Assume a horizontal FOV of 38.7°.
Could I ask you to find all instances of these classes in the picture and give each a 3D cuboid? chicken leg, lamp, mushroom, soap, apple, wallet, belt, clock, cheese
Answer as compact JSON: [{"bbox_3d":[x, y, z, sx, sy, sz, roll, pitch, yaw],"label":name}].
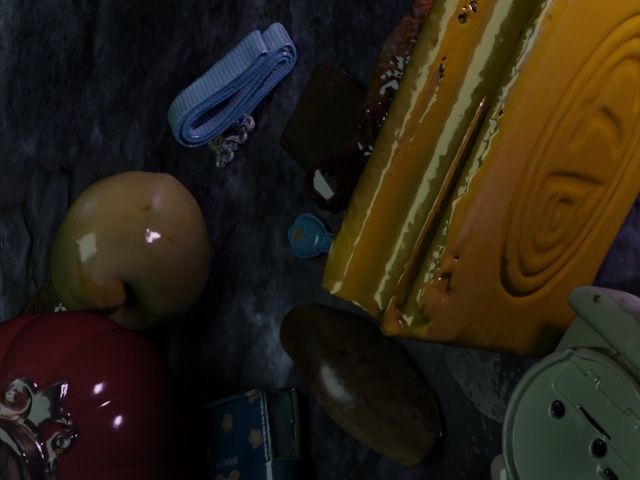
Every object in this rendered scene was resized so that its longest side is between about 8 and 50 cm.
[{"bbox_3d":[0.109,-0.147,0.764,0.322,0.083,0.177,-34,27,39],"label":"chicken leg"},{"bbox_3d":[-0.276,0.224,0.965,0.303,0.257,0.303,0,90,16],"label":"lamp"},{"bbox_3d":[0.025,0.114,0.822,0.210,0.094,0.072,48,120,50],"label":"mushroom"},{"bbox_3d":[0.148,-0.075,0.633,0.096,0.204,0.325,37,109,45],"label":"soap"},{"bbox_3d":[-0.216,0.014,1.062,0.200,0.200,0.200,-17,68,47],"label":"apple"},{"bbox_3d":[-0.069,0.254,0.917,0.141,0.059,0.202,-25,61,42],"label":"wallet"},{"bbox_3d":[-0.092,-0.170,1.061,0.179,0.100,0.065,-38,50,19],"label":"belt"},{"bbox_3d":[0.192,0.141,0.631,0.151,0.062,0.191,50,119,44],"label":"clock"},{"bbox_3d":[0.032,-0.095,0.911,0.198,0.031,0.110,48,116,44],"label":"wallet"},{"bbox_3d":[-0.001,0.000,0.936,0.111,0.017,0.047,18,97,51],"label":"cheese"}]

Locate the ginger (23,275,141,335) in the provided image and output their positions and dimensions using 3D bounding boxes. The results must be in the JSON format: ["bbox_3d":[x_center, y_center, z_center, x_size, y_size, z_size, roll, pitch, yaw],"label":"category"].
[{"bbox_3d":[-0.295,0.158,1.174,0.219,0.123,0.270,-42,62,37],"label":"ginger"}]
